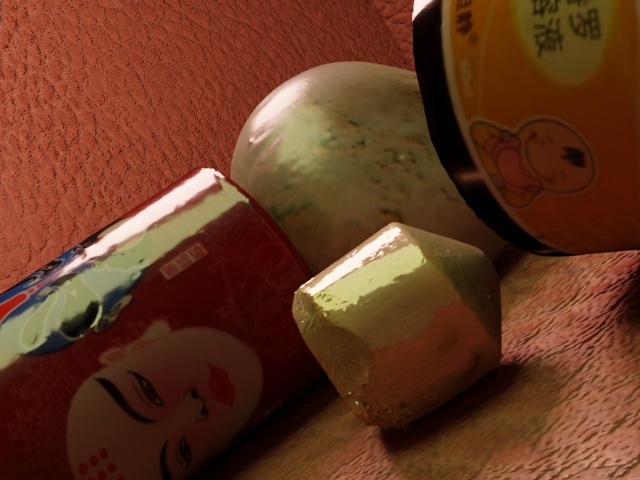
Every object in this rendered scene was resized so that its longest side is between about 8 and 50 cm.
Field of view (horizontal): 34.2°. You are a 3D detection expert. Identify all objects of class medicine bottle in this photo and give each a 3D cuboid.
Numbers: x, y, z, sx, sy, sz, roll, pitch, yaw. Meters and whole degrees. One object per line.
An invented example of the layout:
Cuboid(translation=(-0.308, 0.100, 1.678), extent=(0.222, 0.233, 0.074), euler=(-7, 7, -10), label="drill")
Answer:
Cuboid(translation=(0.254, -0.128, 0.536), extent=(0.395, 0.242, 0.242), euler=(-14, 19, 46), label="medicine bottle")

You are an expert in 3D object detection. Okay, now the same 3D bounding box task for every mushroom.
Cuboid(translation=(0.044, -0.026, 0.901), extent=(0.243, 0.243, 0.243), euler=(-31, 9, 6), label="mushroom")

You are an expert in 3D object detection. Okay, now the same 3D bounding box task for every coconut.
Cuboid(translation=(0.056, 0.048, 0.646), extent=(0.122, 0.116, 0.116), euler=(-35, 9, 1), label="coconut")

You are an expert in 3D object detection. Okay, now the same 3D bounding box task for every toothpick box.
Cuboid(translation=(-0.173, 0.113, 0.787), extent=(0.333, 0.204, 0.204), euler=(-36, 10, -20), label="toothpick box")
